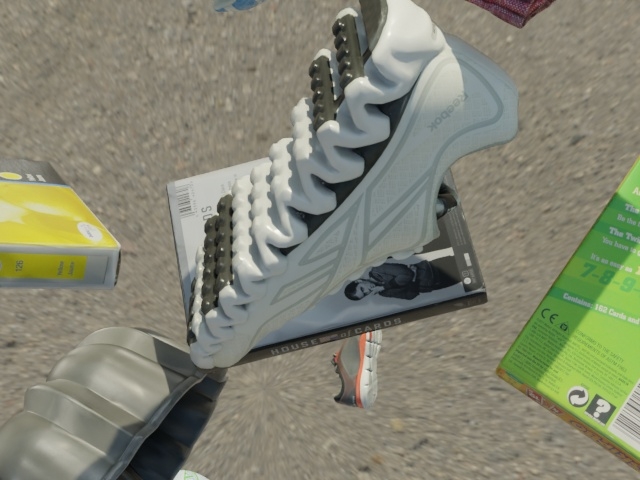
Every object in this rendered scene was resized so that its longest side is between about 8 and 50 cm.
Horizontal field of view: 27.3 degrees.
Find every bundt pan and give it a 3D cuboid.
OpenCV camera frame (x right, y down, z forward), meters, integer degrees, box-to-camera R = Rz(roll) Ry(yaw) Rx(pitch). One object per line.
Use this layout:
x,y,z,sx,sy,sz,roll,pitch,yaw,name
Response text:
-0.226,0.215,1.225,0.124,0.331,0.331,33,83,7,bundt pan

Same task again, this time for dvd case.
0.000,0.000,1.086,0.239,0.029,0.179,-14,58,3,dvd case

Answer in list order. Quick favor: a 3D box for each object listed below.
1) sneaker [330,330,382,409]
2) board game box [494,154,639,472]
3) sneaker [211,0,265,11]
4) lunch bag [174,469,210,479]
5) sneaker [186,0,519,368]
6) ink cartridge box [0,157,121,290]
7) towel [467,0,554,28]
0.043,0.147,1.765,0.065,0.061,0.158,-2,69,21,sneaker
0.243,0.022,0.918,0.124,0.039,0.259,34,75,9,board game box
-0.099,-0.282,1.118,0.086,0.237,0.085,-29,51,1,sneaker
-0.203,0.454,1.800,0.243,0.115,0.303,38,125,-12,lunch bag
0.009,-0.012,0.798,0.118,0.292,0.110,22,40,-21,sneaker
-0.414,-0.029,1.466,0.307,0.303,0.072,4,110,-29,ink cartridge box
0.064,-0.265,0.811,0.329,0.037,0.237,33,56,27,towel
